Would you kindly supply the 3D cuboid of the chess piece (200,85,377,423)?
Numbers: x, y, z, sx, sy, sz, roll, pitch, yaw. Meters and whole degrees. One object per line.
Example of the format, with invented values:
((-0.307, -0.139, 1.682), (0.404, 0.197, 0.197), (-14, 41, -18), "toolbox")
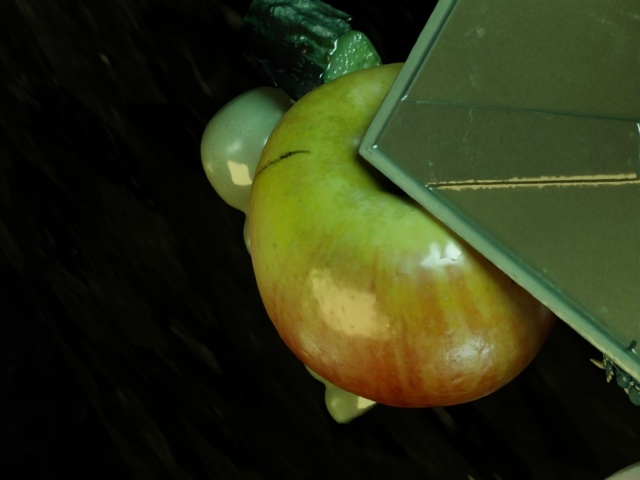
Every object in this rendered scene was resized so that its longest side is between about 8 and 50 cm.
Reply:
((0.000, 0.000, 1.886), (0.330, 0.182, 0.182), (56, 160, 0), "chess piece")

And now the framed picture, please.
((0.191, -0.070, 1.331), (0.324, 0.020, 0.240), (40, 115, 27), "framed picture")

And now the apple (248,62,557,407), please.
((0.074, -0.001, 1.544), (0.286, 0.286, 0.233), (40, 164, 28), "apple")

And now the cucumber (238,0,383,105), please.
((-0.004, -0.156, 1.745), (0.193, 0.086, 0.115), (41, 161, 43), "cucumber")

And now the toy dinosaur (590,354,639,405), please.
((0.278, 0.122, 1.677), (0.083, 0.030, 0.047), (45, 160, 18), "toy dinosaur")

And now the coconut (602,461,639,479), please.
((0.337, 0.329, 1.659), (0.245, 0.233, 0.233), (46, 161, 35), "coconut")
